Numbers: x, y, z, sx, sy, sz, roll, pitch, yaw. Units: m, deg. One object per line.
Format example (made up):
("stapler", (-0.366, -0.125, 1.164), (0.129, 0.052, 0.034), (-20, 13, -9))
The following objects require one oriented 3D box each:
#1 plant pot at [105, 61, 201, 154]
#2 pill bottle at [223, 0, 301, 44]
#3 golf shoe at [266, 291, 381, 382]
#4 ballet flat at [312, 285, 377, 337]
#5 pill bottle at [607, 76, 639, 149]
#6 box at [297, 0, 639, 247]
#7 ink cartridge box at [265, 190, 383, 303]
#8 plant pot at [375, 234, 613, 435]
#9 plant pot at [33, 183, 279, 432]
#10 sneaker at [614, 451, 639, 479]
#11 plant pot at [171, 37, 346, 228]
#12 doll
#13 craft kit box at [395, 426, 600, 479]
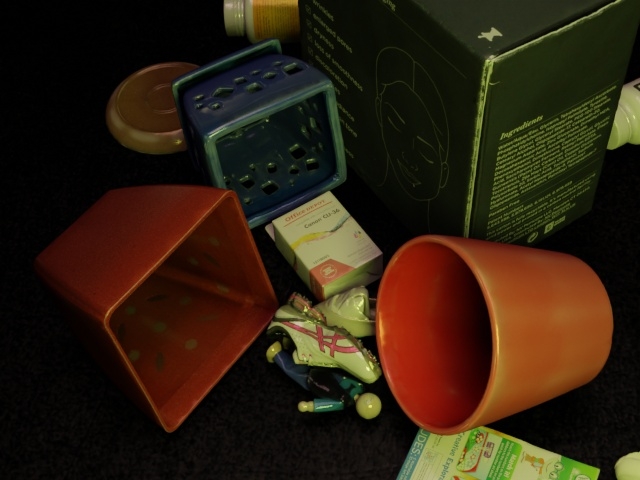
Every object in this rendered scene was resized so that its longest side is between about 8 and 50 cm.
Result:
("plant pot", (-0.286, -0.256, 1.891), (0.236, 0.032, 0.236), (-3, 52, 3))
("pill bottle", (-0.075, -0.439, 1.964), (0.215, 0.117, 0.117), (-1, 52, 3))
("golf shoe", (0.005, 0.158, 1.474), (0.186, 0.067, 0.086), (34, 76, 27))
("ballet flat", (0.087, 0.106, 1.542), (0.248, 0.086, 0.086), (4, 52, 5))
("pill bottle", (0.566, -0.230, 1.758), (0.193, 0.108, 0.108), (-25, 54, -15))
("box", (0.202, -0.283, 1.596), (0.297, 0.472, 0.480), (-28, 56, -17))
("ink cartridge box", (0.000, 0.000, 1.644), (0.115, 0.067, 0.198), (-28, 55, -17))
("plant pot", (0.247, 0.118, 1.402), (0.243, 0.275, 0.275), (-3, 47, -30))
("plant pot", (-0.259, 0.069, 1.503), (0.235, 0.267, 0.267), (21, 55, 33))
("sneaker", (0.480, 0.364, 1.316), (0.235, 0.090, 0.095), (30, 69, 27))
("plant pot", (-0.113, -0.188, 1.703), (0.236, 0.236, 0.212), (-26, 49, -15))
("doll", (0.009, 0.206, 1.494), (0.189, 0.046, 0.129), (31, 48, 25))
("craft kit box", (0.213, 0.370, 1.347), (0.246, 0.061, 0.250), (18, 55, 20))
